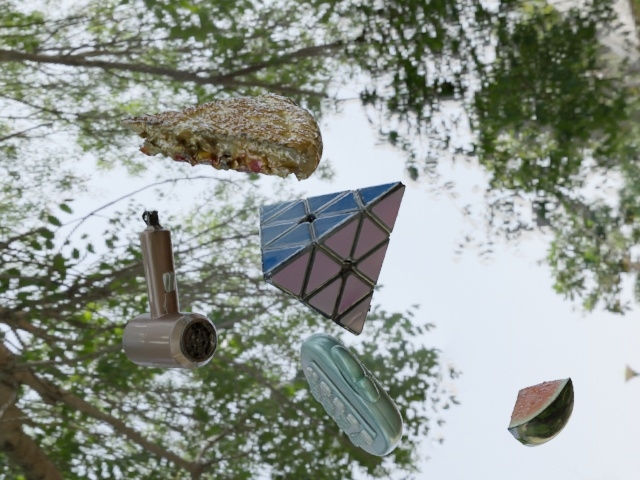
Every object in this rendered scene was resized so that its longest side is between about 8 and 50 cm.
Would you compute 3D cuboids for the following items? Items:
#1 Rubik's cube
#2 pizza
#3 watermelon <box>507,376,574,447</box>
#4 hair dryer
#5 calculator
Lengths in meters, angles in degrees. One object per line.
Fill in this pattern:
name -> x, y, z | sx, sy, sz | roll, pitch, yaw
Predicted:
Rubik's cube -> 0.000, 0.000, 0.827 | 0.211, 0.190, 0.178 | 47, -153, 10
pizza -> -0.099, -0.099, 0.725 | 0.188, 0.199, 0.062 | -109, 22, -63
watermelon -> 0.369, 0.274, 1.201 | 0.125, 0.094, 0.135 | 26, -75, -36
hair dryer -> -0.178, 0.054, 0.817 | 0.064, 0.117, 0.182 | -8, -89, -46
calculator -> 0.040, 0.210, 0.982 | 0.042, 0.184, 0.295 | -37, -17, -18
